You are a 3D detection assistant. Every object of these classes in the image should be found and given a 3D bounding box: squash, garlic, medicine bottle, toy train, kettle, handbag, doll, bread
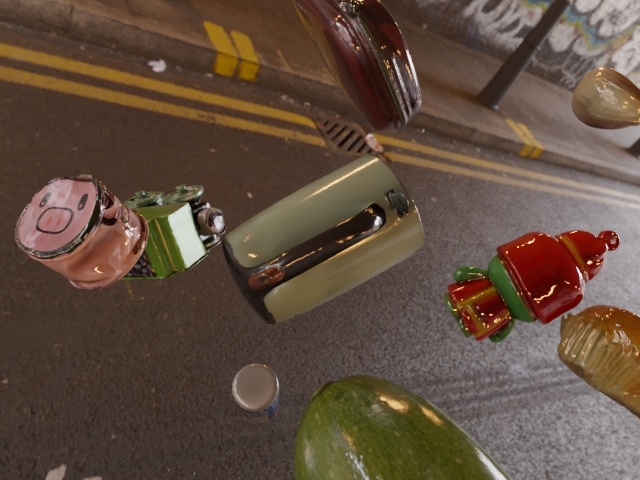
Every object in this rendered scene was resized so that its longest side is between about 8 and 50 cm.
[{"bbox_3d":[0.102,0.352,0.737,0.311,0.310,0.308,6,31,-33],"label":"squash"},{"bbox_3d":[0.644,-0.337,1.134,0.206,0.128,0.115,-94,160,-52],"label":"garlic"},{"bbox_3d":[-0.148,0.372,1.177,0.107,0.191,0.106,1,57,-2],"label":"medicine bottle"},{"bbox_3d":[-0.391,-0.019,1.161,0.308,0.173,0.249,-4,23,25],"label":"toy train"},{"bbox_3d":[0.000,0.000,0.676,0.256,0.240,0.165,-27,92,-10],"label":"kettle"},{"bbox_3d":[-0.416,-0.016,0.868,0.116,0.205,0.179,49,52,-52],"label":"handbag"},{"bbox_3d":[0.437,0.078,1.010,0.182,0.363,0.160,60,5,0],"label":"doll"},{"bbox_3d":[0.714,0.287,1.061,0.389,0.183,0.236,30,11,-6],"label":"bread"}]

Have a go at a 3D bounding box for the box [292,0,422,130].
[{"bbox_3d":[0.055,-0.372,0.930,0.263,0.108,0.403,54,8,-44],"label":"box"}]
